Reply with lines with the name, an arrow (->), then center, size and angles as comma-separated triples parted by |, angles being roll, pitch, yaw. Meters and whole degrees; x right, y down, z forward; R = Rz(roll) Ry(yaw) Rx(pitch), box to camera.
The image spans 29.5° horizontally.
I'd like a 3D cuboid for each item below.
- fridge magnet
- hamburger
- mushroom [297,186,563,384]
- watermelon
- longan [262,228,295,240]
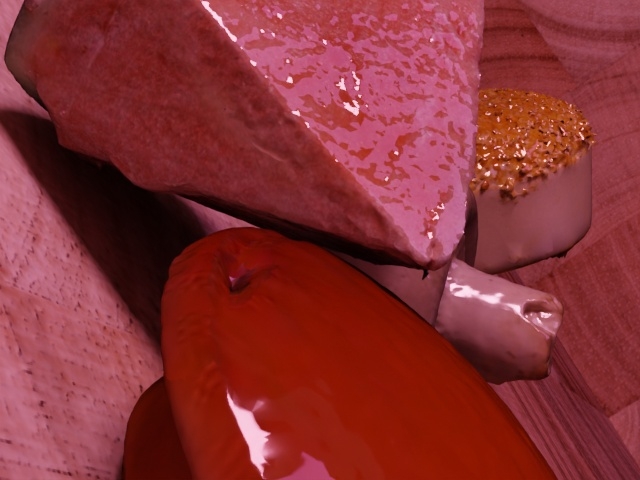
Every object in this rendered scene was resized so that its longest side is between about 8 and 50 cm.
fridge magnet -> 0.039, 0.152, 0.582 | 0.363, 0.155, 0.363 | 51, 13, -17
hamburger -> 0.135, -0.062, 1.230 | 0.294, 0.276, 0.179 | 0, -72, 58
mushroom -> 0.074, 0.046, 0.856 | 0.204, 0.204, 0.204 | 51, 13, -16
watermelon -> -0.010, -0.124, 0.720 | 0.292, 0.250, 0.283 | 14, 2, 38
longan -> 0.000, 0.000, 1.001 | 0.106, 0.106, 0.119 | 54, -27, -7
